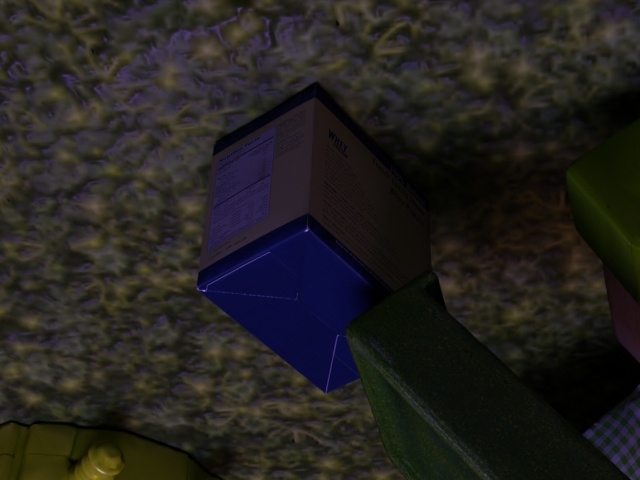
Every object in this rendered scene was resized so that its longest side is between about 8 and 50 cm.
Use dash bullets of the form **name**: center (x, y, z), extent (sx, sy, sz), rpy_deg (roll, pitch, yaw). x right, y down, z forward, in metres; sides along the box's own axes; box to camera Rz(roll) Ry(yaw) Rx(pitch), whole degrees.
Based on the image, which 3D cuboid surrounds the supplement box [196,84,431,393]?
- **supplement box**: center (0.000, 0.000, 0.549), extent (0.056, 0.083, 0.083), rpy_deg (-27, 129, 27)

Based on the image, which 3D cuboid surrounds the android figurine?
- **android figurine**: center (-0.148, 0.192, 0.771), extent (0.248, 0.056, 0.273), rpy_deg (25, 132, -22)

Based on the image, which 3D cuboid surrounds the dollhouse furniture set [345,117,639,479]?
- **dollhouse furniture set**: center (0.158, 0.117, 0.559), extent (0.197, 0.151, 0.301), rpy_deg (-33, 135, -14)
